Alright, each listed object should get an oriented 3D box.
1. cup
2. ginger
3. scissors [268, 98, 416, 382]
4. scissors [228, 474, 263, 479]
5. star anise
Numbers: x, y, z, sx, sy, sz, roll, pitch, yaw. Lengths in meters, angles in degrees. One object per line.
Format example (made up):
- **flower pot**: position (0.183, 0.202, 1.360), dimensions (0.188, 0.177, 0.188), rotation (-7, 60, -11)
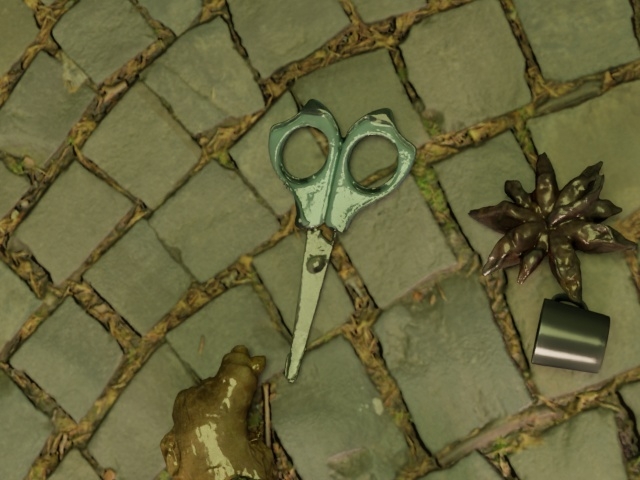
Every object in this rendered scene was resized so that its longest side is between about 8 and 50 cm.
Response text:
- **cup**: position (0.289, 0.103, 1.294), dimensions (0.077, 0.078, 0.100), rotation (11, 50, 10)
- **ginger**: position (-0.124, 0.235, 1.350), dimensions (0.137, 0.074, 0.213), rotation (-6, 80, -6)
- **scissors**: position (0.000, 0.000, 1.397), dimensions (0.191, 0.029, 0.360), rotation (11, 80, 13)
- **scissors**: position (0.028, 0.321, 1.288), dimensions (0.289, 0.041, 0.138), rotation (17, 86, -1)
- **star anise**: position (0.266, -0.015, 1.318), dimensions (0.182, 0.065, 0.195), rotation (-22, 66, 7)
